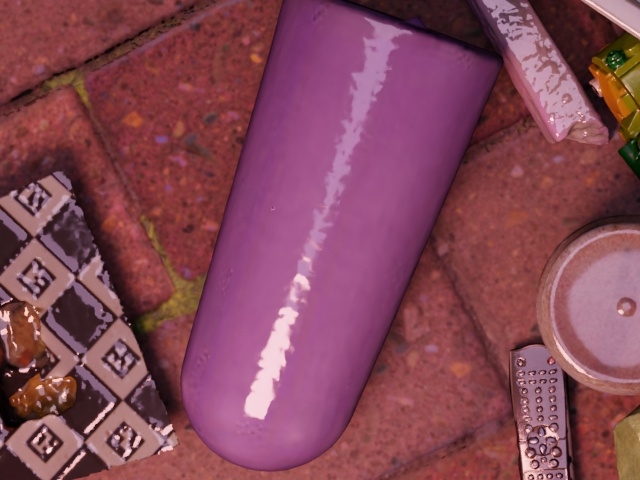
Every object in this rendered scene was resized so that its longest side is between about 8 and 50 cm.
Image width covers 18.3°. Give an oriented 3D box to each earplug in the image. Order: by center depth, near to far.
[{"bbox_3d":[0.000,0.000,1.864,0.215,0.215,0.456,20,98,7],"label":"earplug"}]

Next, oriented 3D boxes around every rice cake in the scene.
[{"bbox_3d":[0.165,-0.240,1.896,0.056,0.073,0.365,-30,89,6],"label":"rice cake"}]

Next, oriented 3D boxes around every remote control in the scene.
[{"bbox_3d":[0.217,0.205,1.917,0.059,0.028,0.212,-4,90,14],"label":"remote control"}]

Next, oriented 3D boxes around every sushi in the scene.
[{"bbox_3d":[-0.317,0.111,1.976,0.292,0.059,0.294,-20,88,9],"label":"sushi"}]

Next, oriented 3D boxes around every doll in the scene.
[{"bbox_3d":[0.323,-0.111,1.840,0.106,0.134,0.186,-38,86,2],"label":"doll"}]

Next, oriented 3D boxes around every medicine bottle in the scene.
[{"bbox_3d":[0.270,0.053,1.757,0.151,0.322,0.151,0,90,8],"label":"medicine bottle"}]

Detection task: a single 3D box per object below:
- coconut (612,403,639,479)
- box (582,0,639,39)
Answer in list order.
[{"bbox_3d":[0.408,0.215,1.756,0.328,0.281,0.328,2,123,3],"label":"coconut"},{"bbox_3d":[0.293,-0.282,1.818,0.312,0.182,0.175,35,95,6],"label":"box"}]
